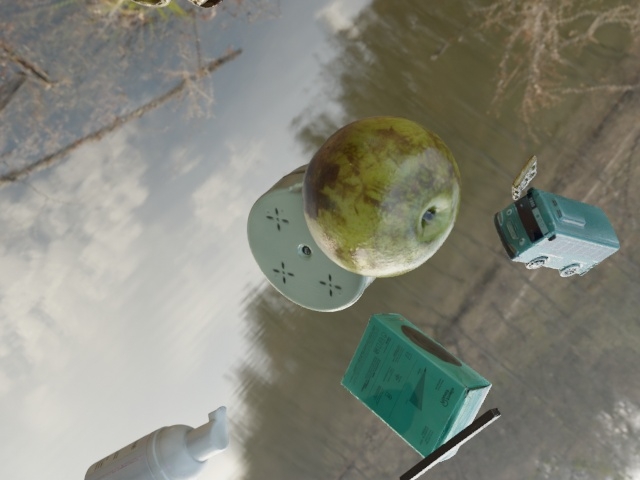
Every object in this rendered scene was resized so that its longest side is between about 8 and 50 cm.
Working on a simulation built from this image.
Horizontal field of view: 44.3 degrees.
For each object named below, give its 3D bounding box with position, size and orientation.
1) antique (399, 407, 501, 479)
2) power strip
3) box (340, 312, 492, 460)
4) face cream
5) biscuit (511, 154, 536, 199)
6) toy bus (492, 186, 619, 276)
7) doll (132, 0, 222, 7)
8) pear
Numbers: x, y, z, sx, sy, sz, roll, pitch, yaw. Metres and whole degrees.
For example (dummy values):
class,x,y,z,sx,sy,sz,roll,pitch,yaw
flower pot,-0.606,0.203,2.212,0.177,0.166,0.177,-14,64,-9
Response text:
class,x,y,z,sx,sy,sz,roll,pitch,yaw
antique,0.192,0.307,1.169,0.192,0.015,0.031,-44,154,25
power strip,0.000,0.000,1.892,0.161,0.357,0.357,-43,165,-47
box,0.214,0.330,1.807,0.118,0.311,0.205,1,116,-46
face cream,-0.336,0.481,1.709,0.369,0.145,0.145,-31,175,22
biscuit,0.425,-0.130,1.637,0.081,0.018,0.083,-53,158,-8
toy bus,0.504,-0.018,1.674,0.256,0.128,0.147,11,140,-38
doll,-0.181,-0.464,1.103,0.340,0.317,0.209,76,18,-83
pear,0.095,-0.078,1.321,0.283,0.283,0.283,-47,166,-16
